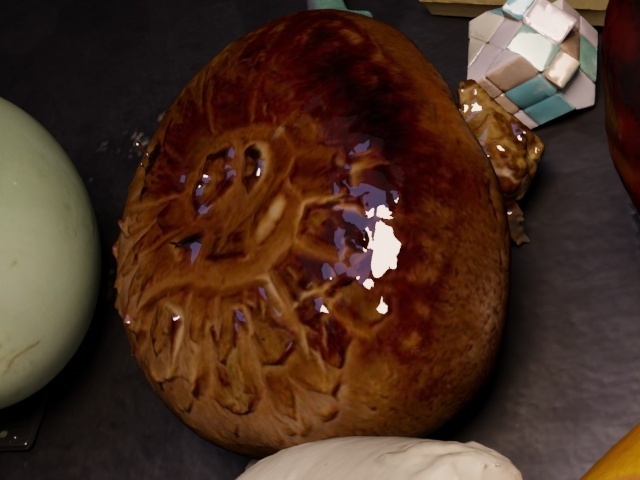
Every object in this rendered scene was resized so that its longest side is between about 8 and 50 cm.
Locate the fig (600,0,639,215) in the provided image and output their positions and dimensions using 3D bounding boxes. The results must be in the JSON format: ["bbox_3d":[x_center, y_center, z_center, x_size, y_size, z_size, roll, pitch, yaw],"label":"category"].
[{"bbox_3d":[0.250,-0.094,0.563,0.224,0.224,0.263,11,58,36],"label":"fig"}]

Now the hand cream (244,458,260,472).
[{"bbox_3d":[0.015,0.153,0.657,0.165,0.037,0.057,-6,56,37],"label":"hand cream"}]

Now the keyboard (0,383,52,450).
[{"bbox_3d":[-0.265,0.131,0.852,0.155,0.010,0.053,-6,55,29],"label":"keyboard"}]

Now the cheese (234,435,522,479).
[{"bbox_3d":[0.018,0.181,0.532,0.189,0.154,0.198,1,97,39],"label":"cheese"}]

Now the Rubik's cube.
[{"bbox_3d":[0.140,-0.123,0.740,0.073,0.075,0.084,-23,62,42],"label":"Rubik's cube"}]

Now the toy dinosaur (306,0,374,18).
[{"bbox_3d":[-0.099,-0.285,1.006,0.383,0.129,0.330,-2,66,32],"label":"toy dinosaur"}]

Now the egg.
[{"bbox_3d":[-0.260,0.000,0.811,0.203,0.203,0.282,-37,42,3],"label":"egg"}]

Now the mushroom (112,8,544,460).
[{"bbox_3d":[-0.002,-0.009,0.685,0.278,0.163,0.297,-35,51,7],"label":"mushroom"}]

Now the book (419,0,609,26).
[{"bbox_3d":[0.187,-0.220,0.790,0.231,0.026,0.161,14,76,42],"label":"book"}]

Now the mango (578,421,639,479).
[{"bbox_3d":[0.167,0.166,0.481,0.154,0.126,0.252,13,58,26],"label":"mango"}]
